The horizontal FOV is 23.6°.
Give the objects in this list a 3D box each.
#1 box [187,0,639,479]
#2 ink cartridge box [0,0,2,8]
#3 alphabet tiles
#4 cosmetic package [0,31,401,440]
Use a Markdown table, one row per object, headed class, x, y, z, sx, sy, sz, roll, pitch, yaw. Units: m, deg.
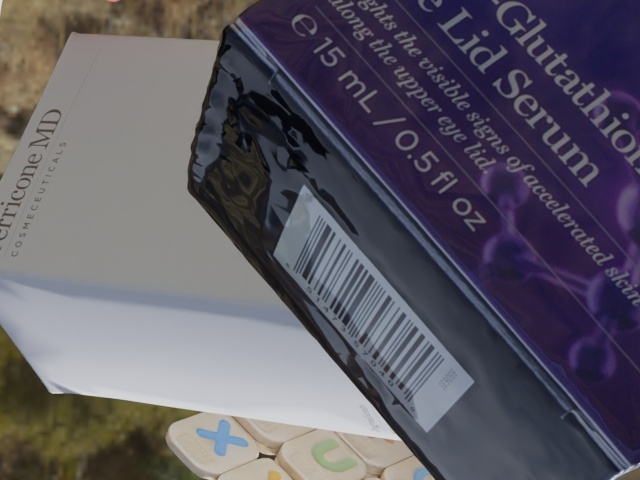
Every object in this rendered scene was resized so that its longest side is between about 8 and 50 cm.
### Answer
| class | x | y | z | sx | sy | sz | roll | pitch | yaw |
| --- | --- | --- | --- | --- | --- | --- | --- | --- | --- |
| box | 0.089 | -0.036 | 0.452 | 0.207 | 0.153 | 0.108 | -38 | 169 | -23 |
| ink cartridge box | -0.172 | -0.128 | 0.463 | 0.153 | 0.208 | 0.087 | 8 | 174 | 9 |
| alphabet tiles | 0.022 | 0.169 | 1.211 | 0.278 | 0.284 | 0.021 | -13 | 138 | -51 |
| cosmetic package | 0.000 | 0.000 | 0.919 | 0.366 | 0.197 | 0.155 | 5 | 147 | 19 |
